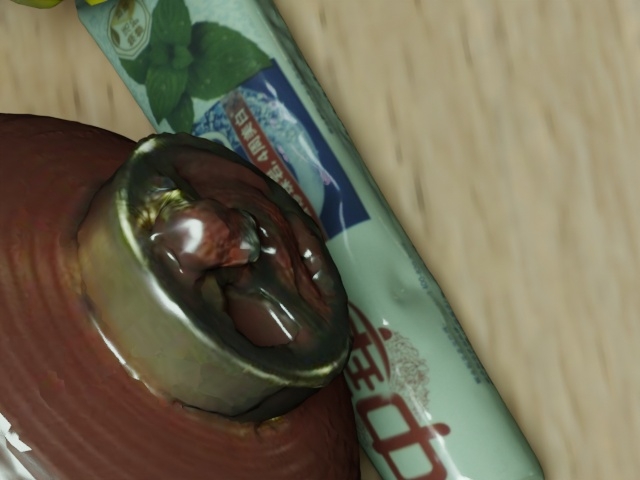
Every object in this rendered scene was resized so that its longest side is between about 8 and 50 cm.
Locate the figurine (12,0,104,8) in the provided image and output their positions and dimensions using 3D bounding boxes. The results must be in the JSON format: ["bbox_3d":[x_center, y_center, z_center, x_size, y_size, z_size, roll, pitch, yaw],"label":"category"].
[{"bbox_3d":[-0.078,-0.240,0.487,0.323,0.231,0.340,26,105,-4],"label":"figurine"}]

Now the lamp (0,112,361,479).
[{"bbox_3d":[-0.087,0.074,0.480,0.258,0.180,0.180,-41,73,29],"label":"lamp"}]

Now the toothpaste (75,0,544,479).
[{"bbox_3d":[0.000,0.000,0.529,0.060,0.038,0.233,-39,71,25],"label":"toothpaste"}]
